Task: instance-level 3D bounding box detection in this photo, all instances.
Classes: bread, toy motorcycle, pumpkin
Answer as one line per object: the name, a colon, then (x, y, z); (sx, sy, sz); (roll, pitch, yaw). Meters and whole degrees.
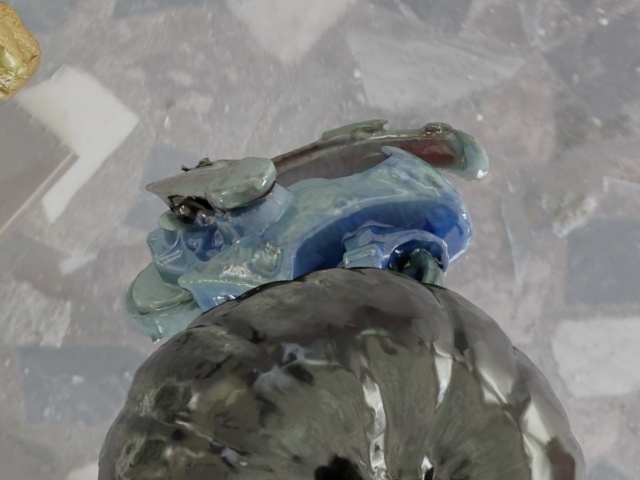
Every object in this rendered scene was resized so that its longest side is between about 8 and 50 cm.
bread: (-0.261, -0.154, 0.966); (0.046, 0.083, 0.081); (-27, 152, 18)
toy motorcycle: (-0.012, -0.016, 0.951); (0.182, 0.319, 0.241); (36, 64, -44)
pumpkin: (0.024, 0.153, 0.675); (0.295, 0.296, 0.296); (-1, 110, -3)
